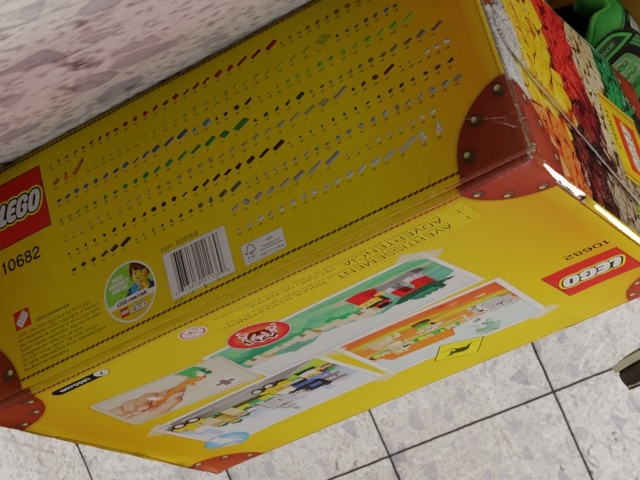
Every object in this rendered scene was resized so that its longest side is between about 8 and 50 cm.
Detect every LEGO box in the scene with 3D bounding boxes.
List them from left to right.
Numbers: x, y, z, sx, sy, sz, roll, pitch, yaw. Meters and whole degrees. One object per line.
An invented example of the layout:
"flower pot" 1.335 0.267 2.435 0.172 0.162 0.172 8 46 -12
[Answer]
"LEGO box" 0.000 0.000 1.383 0.500 0.193 0.372 -25 156 21

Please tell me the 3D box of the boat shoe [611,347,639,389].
"boat shoe" 0.398 0.104 1.651 0.227 0.069 0.081 -24 176 16

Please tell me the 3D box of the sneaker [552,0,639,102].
"sneaker" 0.130 -0.152 1.560 0.343 0.146 0.134 -14 -138 12

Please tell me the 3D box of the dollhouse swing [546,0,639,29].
"dollhouse swing" 0.449 -0.148 1.652 0.305 0.347 0.315 -22 176 -25
